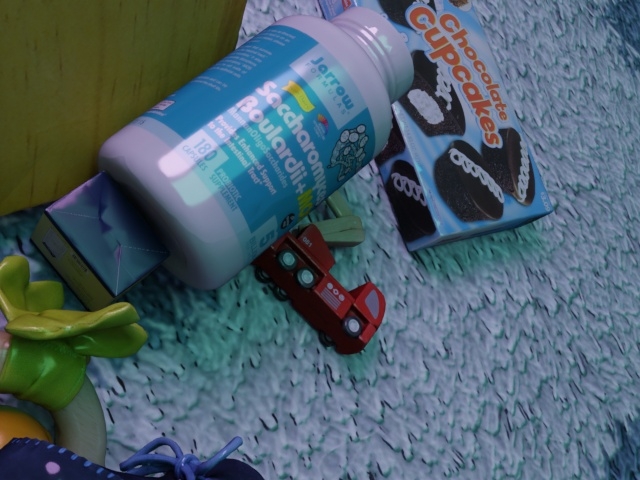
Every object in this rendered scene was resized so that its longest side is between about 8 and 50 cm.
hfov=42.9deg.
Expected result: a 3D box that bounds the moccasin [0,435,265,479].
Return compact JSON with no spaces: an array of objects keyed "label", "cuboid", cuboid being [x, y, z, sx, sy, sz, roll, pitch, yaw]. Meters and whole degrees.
[{"label":"moccasin","cuboid":[-0.087,0.201,0.560,0.342,0.138,0.117,53,53,-45]}]

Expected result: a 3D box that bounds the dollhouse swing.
[{"label":"dollhouse swing","cuboid":[-0.277,-0.235,0.618,0.305,0.315,0.347,38,37,24]}]

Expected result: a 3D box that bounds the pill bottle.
[{"label":"pill bottle","cuboid":[-0.041,-0.090,0.681,0.264,0.146,0.146,-42,96,-22]}]

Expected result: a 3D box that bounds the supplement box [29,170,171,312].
[{"label":"supplement box","cuboid":[-0.174,0.005,0.637,0.056,0.083,0.083,-41,95,-31]}]

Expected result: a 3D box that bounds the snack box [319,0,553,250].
[{"label":"snack box","cuboid":[0.130,-0.159,0.922,0.187,0.060,0.322,-12,78,-36]}]

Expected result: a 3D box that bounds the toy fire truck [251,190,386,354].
[{"label":"toy fire truck","cuboid":[0.000,0.000,0.780,0.192,0.047,0.135,46,52,-10]}]

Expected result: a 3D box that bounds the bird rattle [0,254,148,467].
[{"label":"bird rattle","cuboid":[-0.229,0.125,0.527,0.253,0.143,0.207,-27,111,-40]}]
